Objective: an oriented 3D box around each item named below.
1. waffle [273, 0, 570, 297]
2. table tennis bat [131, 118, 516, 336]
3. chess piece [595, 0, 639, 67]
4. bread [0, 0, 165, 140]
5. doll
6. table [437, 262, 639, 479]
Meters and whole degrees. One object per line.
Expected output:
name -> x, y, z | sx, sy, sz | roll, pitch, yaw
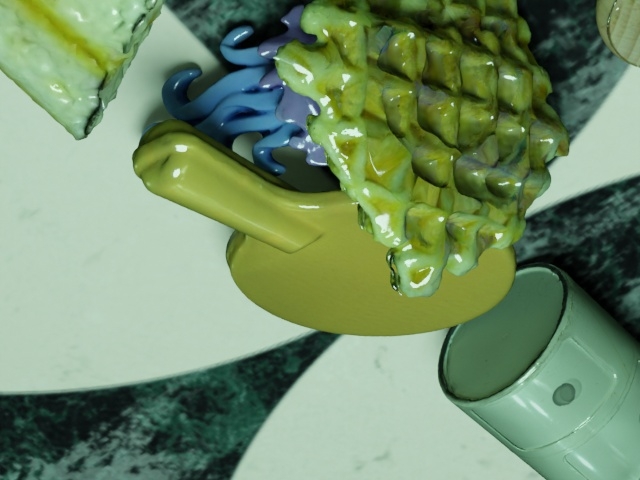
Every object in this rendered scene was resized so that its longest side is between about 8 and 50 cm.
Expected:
waffle -> 0.080, -0.091, 1.074 | 0.054, 0.204, 0.223 | -7, 121, 46
table tennis bat -> 0.000, 0.000, 1.152 | 0.198, 0.050, 0.321 | -21, 145, 37
chess piece -> 0.226, -0.154, 1.122 | 0.084, 0.038, 0.083 | -1, 122, -2
bread -> -0.150, -0.279, 0.914 | 0.264, 0.239, 0.395 | 26, 121, -13
doll -> -0.035, -0.096, 1.132 | 0.206, 0.067, 0.110 | -14, 93, 21
table -> 0.205, 0.129, 1.263 | 0.126, 0.126, 0.220 | -38, 118, 22
